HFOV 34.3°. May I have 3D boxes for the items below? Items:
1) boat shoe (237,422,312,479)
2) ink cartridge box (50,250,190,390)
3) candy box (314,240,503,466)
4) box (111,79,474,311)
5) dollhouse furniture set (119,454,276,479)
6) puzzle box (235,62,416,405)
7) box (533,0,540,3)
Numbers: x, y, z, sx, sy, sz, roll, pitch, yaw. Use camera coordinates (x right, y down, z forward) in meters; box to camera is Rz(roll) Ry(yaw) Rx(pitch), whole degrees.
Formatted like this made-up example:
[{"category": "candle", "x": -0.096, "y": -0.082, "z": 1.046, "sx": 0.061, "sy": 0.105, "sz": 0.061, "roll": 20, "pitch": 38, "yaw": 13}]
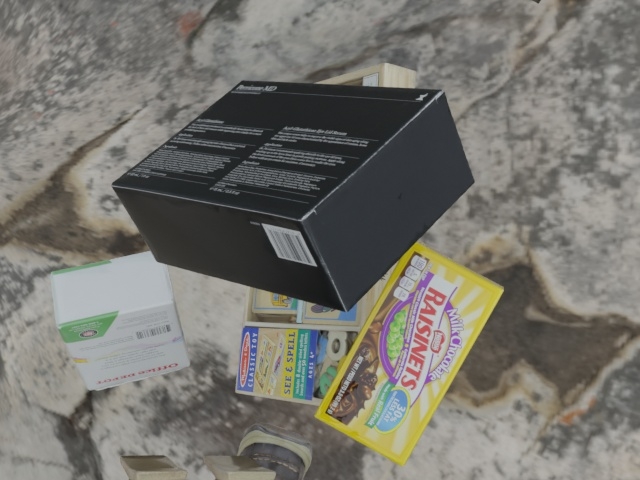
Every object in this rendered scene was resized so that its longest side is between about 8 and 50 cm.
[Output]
[{"category": "boat shoe", "x": -0.103, "y": 0.418, "z": 1.560, "sx": 0.132, "sy": 0.355, "sz": 0.130, "roll": 14, "pitch": 45, "yaw": 5}, {"category": "ink cartridge box", "x": -0.271, "y": 0.114, "z": 1.429, "sx": 0.154, "sy": 0.212, "sz": 0.093, "roll": -13, "pitch": 59, "yaw": -8}, {"category": "candy box", "x": 0.087, "y": 0.111, "z": 1.031, "sx": 0.105, "sy": 0.027, "sz": 0.206, "roll": 28, "pitch": 98, "yaw": 3}, {"category": "box", "x": -0.028, "y": -0.051, "z": 0.913, "sx": 0.184, "sy": 0.261, "sz": 0.103, "roll": -45, "pitch": 126, "yaw": -28}, {"category": "dollhouse furniture set", "x": -0.166, "y": 0.311, "z": 0.864, "sx": 0.259, "sy": 0.135, "sz": 0.262, "roll": 4, "pitch": 88, "yaw": -19}, {"category": "puzzle box", "x": 0.000, "y": 0.000, "z": 1.296, "sx": 0.052, "sy": 0.272, "sz": 0.409, "roll": 10, "pitch": 82, "yaw": -34}, {"category": "box", "x": 0.182, "y": -0.256, "z": 0.886, "sx": 0.052, "sy": 0.083, "sz": 0.062, "roll": 33, "pitch": 82, "yaw": 18}]
